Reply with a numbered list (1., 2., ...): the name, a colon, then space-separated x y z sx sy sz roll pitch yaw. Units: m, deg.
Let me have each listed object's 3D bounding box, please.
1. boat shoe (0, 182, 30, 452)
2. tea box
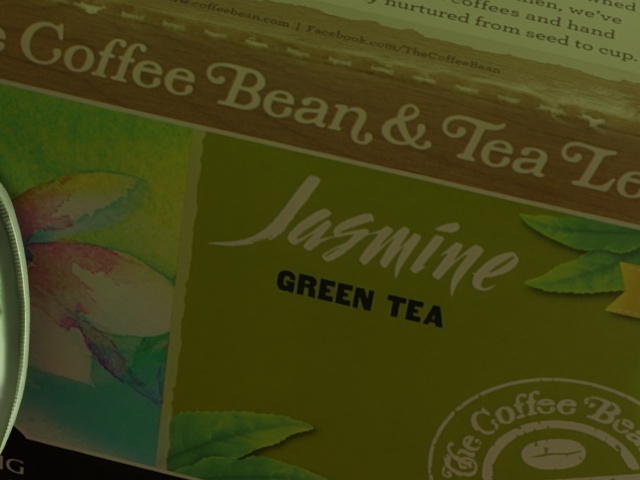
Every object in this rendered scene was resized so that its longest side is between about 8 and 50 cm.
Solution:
1. boat shoe: -0.154 0.082 0.638 0.069 0.081 0.228 -86 -169 -83
2. tea box: 0.000 0.000 0.781 0.220 0.329 0.324 -72 172 -52
